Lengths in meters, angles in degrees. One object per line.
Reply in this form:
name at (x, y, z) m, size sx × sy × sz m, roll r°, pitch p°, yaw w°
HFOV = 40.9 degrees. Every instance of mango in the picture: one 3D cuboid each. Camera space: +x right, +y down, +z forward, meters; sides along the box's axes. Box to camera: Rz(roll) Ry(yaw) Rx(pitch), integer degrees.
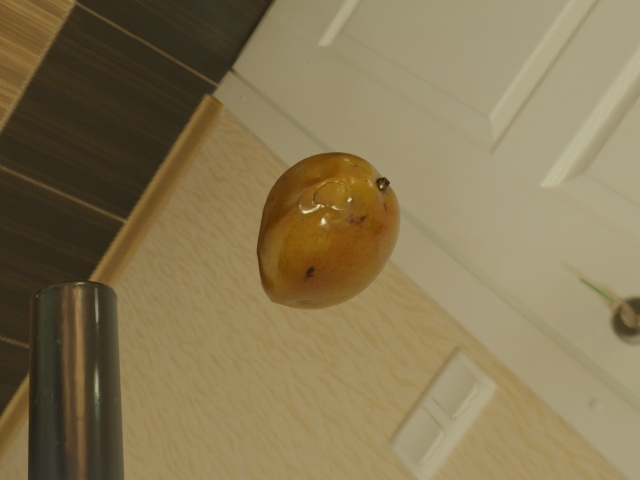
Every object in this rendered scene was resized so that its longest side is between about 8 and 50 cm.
mango at (0.000, 0.000, 0.485) m, size 0.080 × 0.060 × 0.114 m, roll 13°, pitch 133°, yaw -21°

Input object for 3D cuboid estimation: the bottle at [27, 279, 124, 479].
bottle at (-0.192, 0.153, 0.665) m, size 0.082 × 0.244 × 0.072 m, roll -14°, pitch 152°, yaw 6°
